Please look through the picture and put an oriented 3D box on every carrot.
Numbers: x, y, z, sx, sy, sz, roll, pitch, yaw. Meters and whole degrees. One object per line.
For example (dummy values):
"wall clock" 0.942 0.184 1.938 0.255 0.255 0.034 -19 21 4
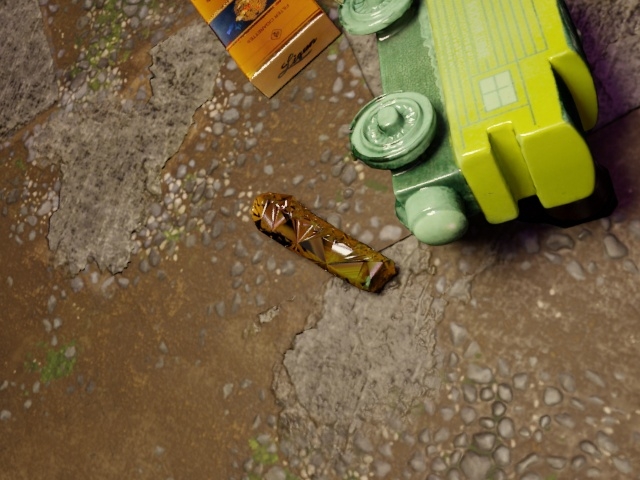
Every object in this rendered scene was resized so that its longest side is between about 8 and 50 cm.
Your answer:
"carrot" -0.001 0.001 1.087 0.228 0.069 0.069 31 90 28

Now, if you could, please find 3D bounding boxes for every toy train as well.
"toy train" 0.179 -0.198 0.953 0.272 0.179 0.442 -18 49 19

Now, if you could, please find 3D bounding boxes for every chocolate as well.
"chocolate" 0.287 -0.086 0.964 0.148 0.080 0.125 11 81 29

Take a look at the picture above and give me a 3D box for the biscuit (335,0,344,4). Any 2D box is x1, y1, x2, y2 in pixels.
"biscuit" 0.051 -0.414 1.190 0.199 0.040 0.121 40 96 29

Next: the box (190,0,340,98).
"box" -0.096 -0.358 1.229 0.152 0.070 0.237 -41 64 10
